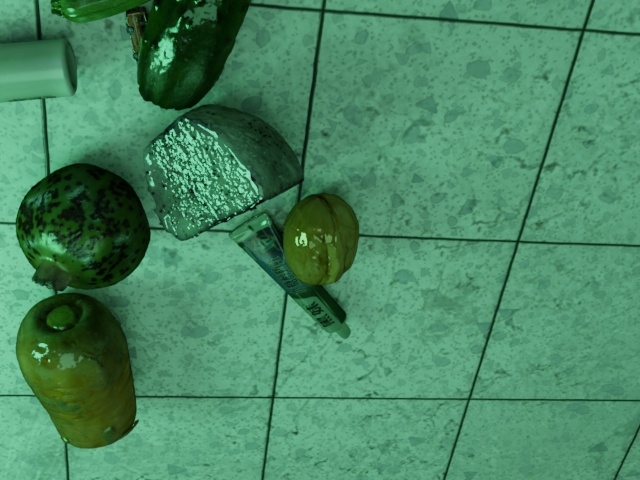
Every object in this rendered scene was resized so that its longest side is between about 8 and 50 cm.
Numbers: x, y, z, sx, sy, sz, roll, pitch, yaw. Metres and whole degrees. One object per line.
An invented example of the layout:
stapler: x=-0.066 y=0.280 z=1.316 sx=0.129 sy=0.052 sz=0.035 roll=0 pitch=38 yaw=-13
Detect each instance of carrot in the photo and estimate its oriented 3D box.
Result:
carrot: x=-0.521 y=0.278 z=1.958 sx=0.224 sy=0.224 sz=0.340 roll=-5 pitch=133 yaw=-4

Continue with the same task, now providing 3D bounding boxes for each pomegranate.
pomegranate: x=-0.458 y=-0.013 z=1.724 sx=0.254 sy=0.270 sz=0.254 roll=22 pitch=151 yaw=13

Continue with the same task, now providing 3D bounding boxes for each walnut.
walnut: x=0.000 y=0.000 z=1.855 sx=0.159 sy=0.159 sz=0.206 roll=-3 pitch=126 yaw=-5

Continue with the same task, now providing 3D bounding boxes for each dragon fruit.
dragon fruit: x=-0.180 y=-0.148 z=1.703 sx=0.283 sy=0.204 sz=0.221 roll=-26 pitch=100 yaw=39

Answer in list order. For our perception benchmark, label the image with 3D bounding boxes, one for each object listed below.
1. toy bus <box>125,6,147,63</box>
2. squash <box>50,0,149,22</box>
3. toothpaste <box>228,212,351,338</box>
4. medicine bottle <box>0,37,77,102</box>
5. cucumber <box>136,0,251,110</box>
toy bus: x=-0.320 y=-0.360 z=1.618 sx=0.043 sy=0.031 sz=0.110 roll=-12 pitch=127 yaw=-7
squash: x=-0.355 y=-0.423 z=1.541 sx=0.219 sy=0.068 sz=0.077 roll=-15 pitch=107 yaw=5
toothpaste: x=-0.046 y=0.090 z=1.972 sx=0.099 sy=0.061 sz=0.392 roll=-30 pitch=123 yaw=18
medicine bottle: x=-0.530 y=-0.296 z=1.593 sx=0.187 sy=0.102 sz=0.102 roll=-6 pitch=127 yaw=-3
cucumber: x=-0.227 y=-0.345 z=1.581 sx=0.145 sy=0.105 sz=0.325 roll=-7 pitch=140 yaw=-44
